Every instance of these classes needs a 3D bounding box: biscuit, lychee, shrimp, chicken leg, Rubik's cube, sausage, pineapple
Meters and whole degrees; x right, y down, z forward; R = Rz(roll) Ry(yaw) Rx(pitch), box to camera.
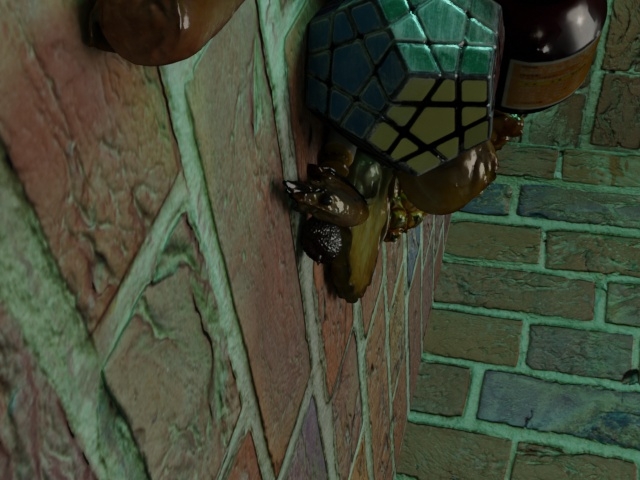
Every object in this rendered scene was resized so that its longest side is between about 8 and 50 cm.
[{"bbox_3d":[0.073,-0.050,1.585,0.335,0.078,0.329,26,75,-76],"label":"biscuit"},{"bbox_3d":[0.000,0.000,1.326,0.067,0.068,0.083,-21,-123,57],"label":"lychee"},{"bbox_3d":[-0.013,-0.067,1.267,0.066,0.117,0.262,-53,153,13],"label":"shrimp"},{"bbox_3d":[0.244,-0.261,1.633,0.182,0.295,0.409,69,1,-76],"label":"chicken leg"},{"bbox_3d":[0.126,-0.252,1.277,0.264,0.319,0.319,-13,112,-48],"label":"Rubik's cube"},{"bbox_3d":[-0.081,-0.268,0.786,0.094,0.094,0.419,-55,-173,39],"label":"sausage"},{"bbox_3d":[0.167,-0.122,1.809,0.164,0.140,0.249,79,26,-49],"label":"pineapple"}]

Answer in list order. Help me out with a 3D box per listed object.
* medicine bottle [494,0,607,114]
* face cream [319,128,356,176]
[{"bbox_3d":[0.335,-0.382,1.361,0.395,0.243,0.242,79,21,-68],"label":"medicine bottle"},{"bbox_3d":[0.042,-0.184,1.422,0.072,0.051,0.182,83,20,-57],"label":"face cream"}]
